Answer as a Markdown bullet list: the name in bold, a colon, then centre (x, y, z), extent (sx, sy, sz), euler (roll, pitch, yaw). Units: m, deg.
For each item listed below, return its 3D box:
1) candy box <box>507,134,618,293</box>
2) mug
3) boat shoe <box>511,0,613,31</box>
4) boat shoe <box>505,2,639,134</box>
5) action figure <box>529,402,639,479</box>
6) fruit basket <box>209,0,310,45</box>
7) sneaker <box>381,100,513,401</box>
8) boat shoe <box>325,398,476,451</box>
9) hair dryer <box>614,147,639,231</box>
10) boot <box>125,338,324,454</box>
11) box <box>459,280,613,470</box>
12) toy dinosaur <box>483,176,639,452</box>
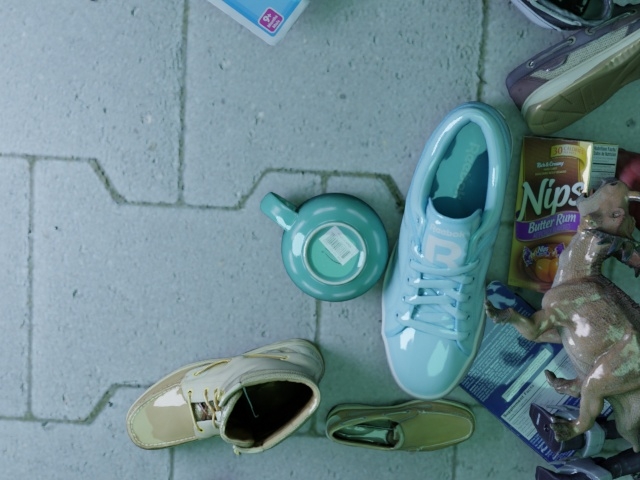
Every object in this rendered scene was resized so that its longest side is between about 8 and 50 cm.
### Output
- **candy box**: centre (0.286, -0.029, 1.293), extent (0.053, 0.109, 0.186), euler (1, 98, -37)
- **mug**: centre (0.004, 0.009, 1.308), extent (0.158, 0.097, 0.129), euler (1, 98, 0)
- **boat shoe**: centre (0.193, -0.328, 1.174), extent (0.306, 0.105, 0.113), euler (39, 92, -20)
- **boat shoe**: centre (0.348, -0.234, 1.275), extent (0.285, 0.103, 0.092), euler (-33, 63, 4)
- **action figure**: centre (0.399, 0.239, 1.318), extent (0.285, 0.099, 0.185), euler (-4, 104, -19)
- **fruit basket**: centre (-0.095, -0.443, 1.194), extent (0.353, 0.165, 0.327), euler (33, 97, -24)
- **sneaker**: centre (0.138, 0.012, 1.266), extent (0.135, 0.150, 0.366), euler (9, 91, 15)
- **boat shoe**: centre (0.101, 0.238, 1.350), extent (0.190, 0.072, 0.068), euler (-5, 97, 1)
- **hair dryer**: centre (0.427, -0.003, 1.256), extent (0.080, 0.223, 0.293), euler (-42, 66, 8)
- **boot**: centre (-0.119, 0.201, 1.280), extent (0.262, 0.203, 0.095), euler (-18, 96, 2)
- **box**: centre (0.257, 0.164, 1.356), extent (0.225, 0.036, 0.136), euler (41, 96, -6)
- **toy dinosaur**: centre (0.316, 0.097, 1.175), extent (0.200, 0.127, 0.295), euler (-28, 89, 21)
